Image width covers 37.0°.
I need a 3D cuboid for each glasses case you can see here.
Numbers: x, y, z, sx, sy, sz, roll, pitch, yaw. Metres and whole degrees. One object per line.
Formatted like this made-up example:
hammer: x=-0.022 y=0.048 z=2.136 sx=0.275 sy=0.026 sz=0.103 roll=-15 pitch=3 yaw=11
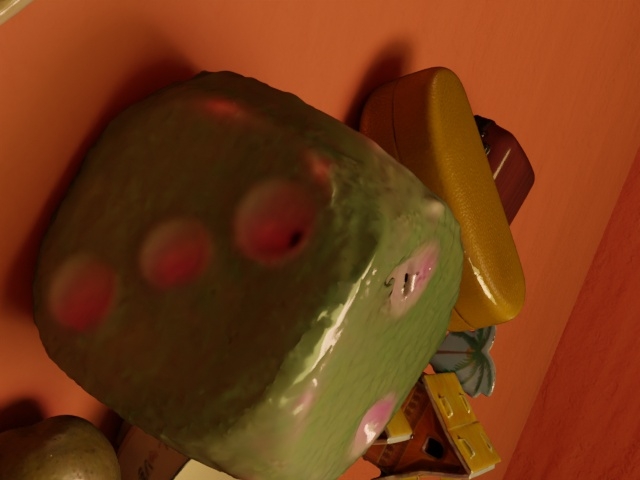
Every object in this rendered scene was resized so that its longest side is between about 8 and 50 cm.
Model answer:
glasses case: x=0.159 y=-0.045 z=1.328 sx=0.173 sy=0.141 sz=0.371 roll=-35 pitch=108 yaw=-57

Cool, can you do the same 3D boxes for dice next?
dice: x=-0.063 y=0.041 z=0.965 sx=0.330 sy=0.322 sz=0.318 roll=-58 pitch=155 yaw=-2

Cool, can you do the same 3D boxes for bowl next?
bowl: x=-0.167 y=0.254 z=1.197 sx=0.238 sy=0.126 sz=0.237 roll=-42 pitch=157 yaw=-22

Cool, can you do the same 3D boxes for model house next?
model house: x=0.151 y=0.241 z=1.561 sx=0.340 sy=0.324 sz=0.300 roll=-63 pitch=155 yaw=6

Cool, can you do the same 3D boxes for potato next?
potato: x=-0.294 y=0.301 z=1.012 sx=0.174 sy=0.159 sz=0.251 roll=-12 pitch=119 yaw=-25

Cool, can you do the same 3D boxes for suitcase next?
suitcase: x=0.207 y=-0.049 z=1.549 sx=0.297 sy=0.161 sz=0.236 roll=-60 pitch=154 yaw=-2

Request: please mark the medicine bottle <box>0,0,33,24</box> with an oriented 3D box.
medicine bottle: x=-0.308 y=-0.122 z=0.444 sx=0.406 sy=0.236 sz=0.235 roll=-47 pitch=151 yaw=-26
